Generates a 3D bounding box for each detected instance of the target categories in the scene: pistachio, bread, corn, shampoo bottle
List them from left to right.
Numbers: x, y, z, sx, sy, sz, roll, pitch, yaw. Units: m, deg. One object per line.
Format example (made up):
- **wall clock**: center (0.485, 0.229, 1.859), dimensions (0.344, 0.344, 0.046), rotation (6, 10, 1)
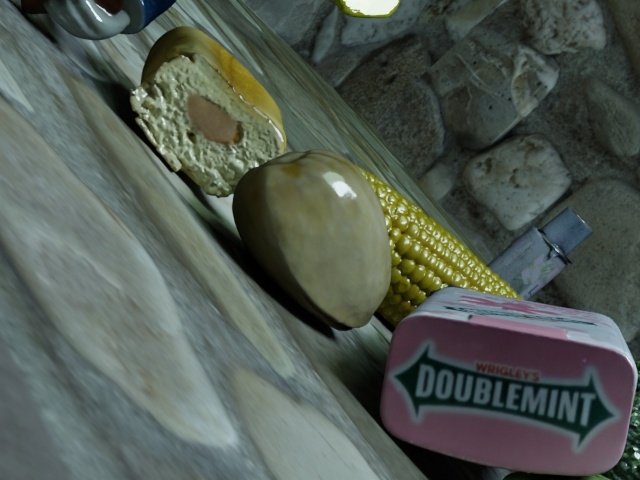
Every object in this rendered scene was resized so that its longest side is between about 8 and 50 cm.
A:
- **bread**: center (-0.096, -0.107, 1.435), dimensions (0.134, 0.085, 0.173), rotation (43, 9, -11)
- **pistachio**: center (0.000, 0.000, 1.363), dimensions (0.185, 0.108, 0.126), rotation (51, 29, -47)
- **corn**: center (0.107, 0.047, 1.728), dimensions (0.322, 0.119, 0.119), rotation (39, 10, -25)
- **shampoo bottle**: center (0.235, 0.044, 2.091), dimensions (0.072, 0.214, 0.072), rotation (47, 7, -8)

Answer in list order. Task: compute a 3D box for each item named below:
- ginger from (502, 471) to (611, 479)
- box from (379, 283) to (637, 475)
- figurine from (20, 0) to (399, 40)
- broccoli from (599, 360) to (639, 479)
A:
- **ginger**: center (0.197, 0.244, 1.219), dimensions (0.137, 0.089, 0.290), rotation (10, 18, -13)
- **box**: center (0.160, 0.110, 1.446), dimensions (0.190, 0.112, 0.370), rotation (12, 2, 8)
- **figurine**: center (-0.141, -0.229, 1.429), dimensions (0.338, 0.284, 0.204), rotation (-9, -80, 54)
- **broccoli**: center (0.311, 0.221, 1.643), dimensions (0.176, 0.198, 0.226), rotation (-5, 30, -40)
